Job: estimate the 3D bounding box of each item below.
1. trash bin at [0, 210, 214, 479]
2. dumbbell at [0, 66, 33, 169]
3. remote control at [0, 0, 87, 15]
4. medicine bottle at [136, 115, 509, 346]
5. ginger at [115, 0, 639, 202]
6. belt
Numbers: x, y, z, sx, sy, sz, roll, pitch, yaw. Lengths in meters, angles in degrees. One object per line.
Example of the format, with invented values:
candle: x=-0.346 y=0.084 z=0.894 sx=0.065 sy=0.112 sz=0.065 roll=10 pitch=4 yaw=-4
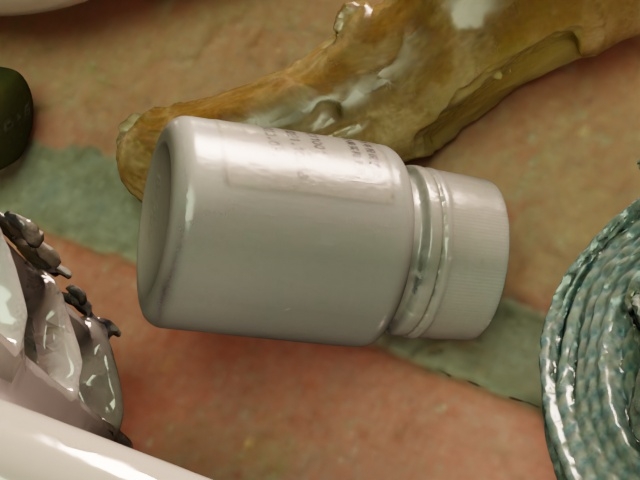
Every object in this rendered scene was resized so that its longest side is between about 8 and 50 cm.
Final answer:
trash bin: x=0.002 y=0.172 z=0.398 sx=0.368 sy=0.256 sz=0.295 roll=14 pitch=72 yaw=9
dumbbell: x=-0.190 y=-0.061 z=0.612 sx=0.118 sy=0.052 sz=0.046 roll=11 pitch=117 yaw=15
remote control: x=-0.083 y=-0.224 z=0.621 sx=0.332 sy=0.103 sz=0.221 roll=-17 pitch=74 yaw=5
medicine bottle: x=0.000 y=0.000 z=0.516 sx=0.130 sy=0.080 sz=0.080 roll=8 pitch=70 yaw=-17
ginger: x=0.041 y=-0.097 z=0.564 sx=0.295 sy=0.086 sz=0.131 roll=-30 pitch=100 yaw=5
belt: x=0.141 y=0.051 z=0.452 sx=0.147 sy=0.082 sz=0.163 roll=-57 pitch=29 yaw=-5
